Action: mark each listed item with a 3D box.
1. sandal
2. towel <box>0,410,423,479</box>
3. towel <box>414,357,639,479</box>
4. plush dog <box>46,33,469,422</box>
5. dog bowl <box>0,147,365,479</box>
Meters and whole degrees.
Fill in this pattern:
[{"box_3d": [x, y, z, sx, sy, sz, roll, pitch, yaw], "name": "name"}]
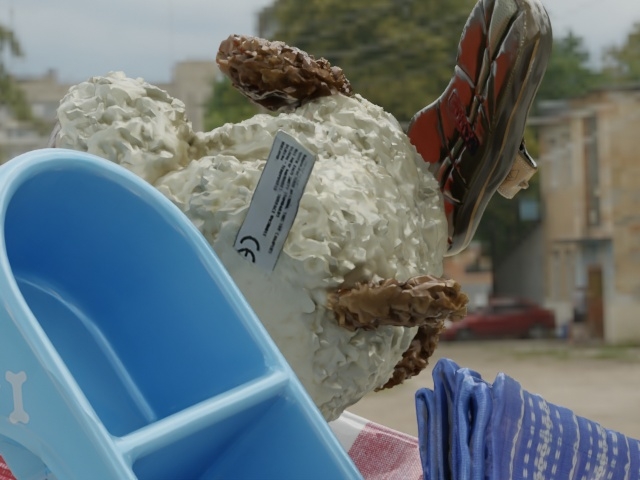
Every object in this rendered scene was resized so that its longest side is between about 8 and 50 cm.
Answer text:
[{"box_3d": [0.101, -0.066, 1.007, 0.060, 0.090, 0.219, -5, -36, -20], "name": "sandal"}, {"box_3d": [-0.111, 0.145, 1.020, 0.329, 0.037, 0.237, 22, 46, 16], "name": "towel"}, {"box_3d": [0.140, 0.199, 0.804, 0.040, 0.243, 0.336, -12, -20, 28], "name": "towel"}, {"box_3d": [0.000, 0.000, 0.934, 0.210, 0.262, 0.225, -12, 19, 24], "name": "plush dog"}, {"box_3d": [-0.068, 0.089, 0.717, 0.074, 0.297, 0.166, -39, -11, 30], "name": "dog bowl"}]
